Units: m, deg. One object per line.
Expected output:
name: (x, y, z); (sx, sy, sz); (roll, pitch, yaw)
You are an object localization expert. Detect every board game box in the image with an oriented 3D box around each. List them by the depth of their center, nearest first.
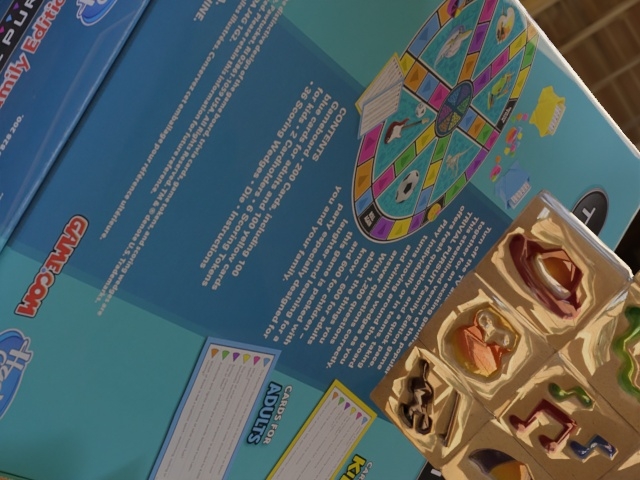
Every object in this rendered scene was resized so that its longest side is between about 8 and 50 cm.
board game box: (0.000, 0.000, 0.472); (0.336, 0.079, 0.254); (33, -94, -49)

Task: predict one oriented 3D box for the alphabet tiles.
alphabet tiles: (0.124, 0.103, 0.355); (0.009, 0.237, 0.198); (-28, -22, -47)
